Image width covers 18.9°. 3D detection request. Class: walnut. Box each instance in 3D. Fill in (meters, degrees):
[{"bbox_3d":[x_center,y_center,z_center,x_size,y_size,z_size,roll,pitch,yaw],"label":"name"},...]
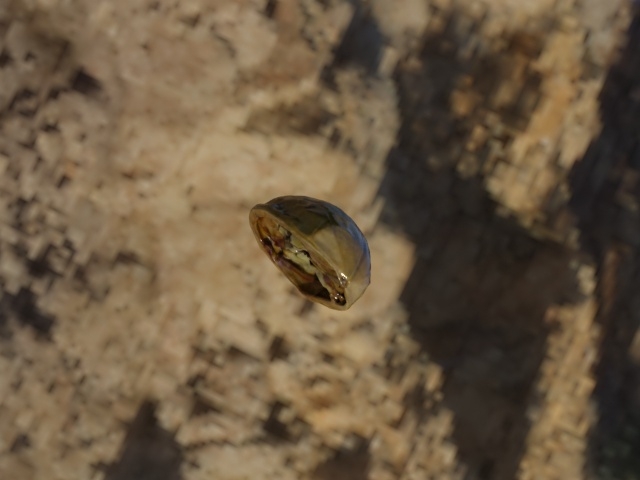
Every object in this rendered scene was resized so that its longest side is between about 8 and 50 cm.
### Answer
[{"bbox_3d":[0.000,0.000,1.361,0.052,0.121,0.091,-42,121,-16],"label":"walnut"}]
